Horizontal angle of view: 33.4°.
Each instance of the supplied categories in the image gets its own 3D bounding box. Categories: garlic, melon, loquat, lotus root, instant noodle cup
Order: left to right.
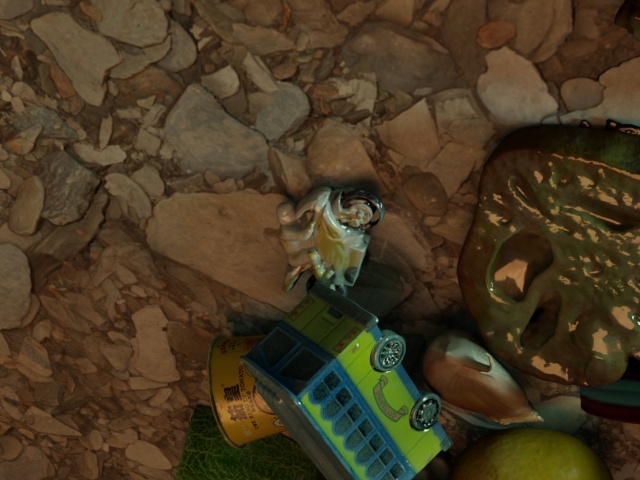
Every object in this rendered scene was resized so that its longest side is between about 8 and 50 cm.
[{"bbox_3d":[-0.093,0.425,1.854,0.323,0.196,0.124,18,165,-6],"label":"melon"},{"bbox_3d":[-0.077,0.222,1.660,0.144,0.182,0.182,-13,122,14],"label":"instant noodle cup"},{"bbox_3d":[0.210,0.182,1.524,0.148,0.129,0.266,-11,158,23],"label":"garlic"},{"bbox_3d":[0.323,0.417,1.615,0.274,0.275,0.275,9,129,11],"label":"loquat"},{"bbox_3d":[0.352,0.015,1.390,0.390,0.111,0.375,-33,99,38],"label":"lotus root"}]

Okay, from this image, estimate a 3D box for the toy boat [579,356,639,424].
[{"bbox_3d":[0.473,0.203,1.427,0.392,0.136,0.079,-7,101,63],"label":"toy boat"}]

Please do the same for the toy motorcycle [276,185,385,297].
[{"bbox_3d":[0.000,0.000,1.521,0.151,0.074,0.229,24,132,1],"label":"toy motorcycle"}]

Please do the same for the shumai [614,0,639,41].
[{"bbox_3d":[0.475,-0.234,1.171,0.271,0.204,0.222,4,140,-32],"label":"shumai"}]

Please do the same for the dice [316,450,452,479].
[{"bbox_3d":[0.102,0.415,1.739,0.183,0.182,0.181,38,129,-12],"label":"dice"}]

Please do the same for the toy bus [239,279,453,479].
[{"bbox_3d":[0.045,0.230,1.526,0.152,0.190,0.312,29,158,49],"label":"toy bus"}]
